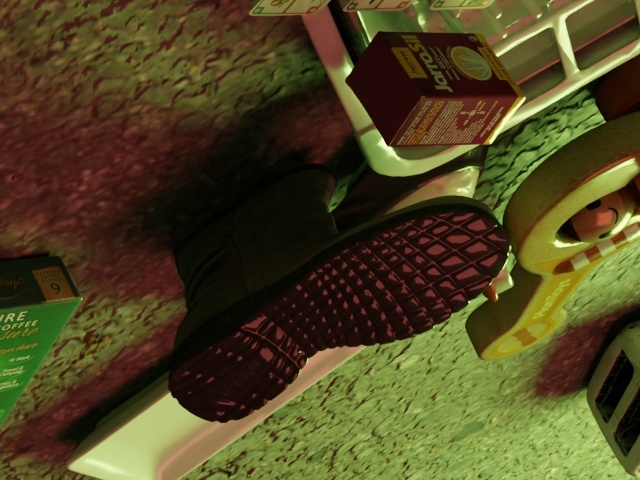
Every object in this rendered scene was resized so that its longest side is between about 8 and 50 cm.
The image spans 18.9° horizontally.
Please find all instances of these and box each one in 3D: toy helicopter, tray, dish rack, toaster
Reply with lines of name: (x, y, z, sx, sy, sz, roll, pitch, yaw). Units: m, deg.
toy helicopter: (0.175, 0.012, 1.454, 0.235, 0.140, 0.355, -21, 159, -23)
tray: (-0.064, 0.103, 1.479, 0.270, 0.030, 0.145, -36, 154, 12)
dish rack: (0.114, -0.187, 1.104, 0.285, 0.072, 0.333, -29, 154, 0)
toaster: (0.356, 0.138, 1.860, 0.146, 0.129, 0.227, -17, 152, -20)

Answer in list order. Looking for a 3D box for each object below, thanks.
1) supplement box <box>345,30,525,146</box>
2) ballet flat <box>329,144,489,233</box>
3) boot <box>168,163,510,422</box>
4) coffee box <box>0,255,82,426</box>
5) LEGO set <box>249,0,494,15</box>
supplement box: (0.066, -0.087, 1.093, 0.083, 0.055, 0.043, -5, 143, -40)
ballet flat: (0.039, 0.000, 1.326, 0.280, 0.096, 0.095, -42, 163, 23)
boot: (0.000, 0.000, 1.218, 0.246, 0.161, 0.083, -28, 126, 22)
coffee box: (-0.241, 0.083, 1.252, 0.113, 0.040, 0.184, -7, 146, -39)
LEGO set: (0.085, -0.202, 0.949, 0.182, 0.060, 0.244, -9, 155, -42)
